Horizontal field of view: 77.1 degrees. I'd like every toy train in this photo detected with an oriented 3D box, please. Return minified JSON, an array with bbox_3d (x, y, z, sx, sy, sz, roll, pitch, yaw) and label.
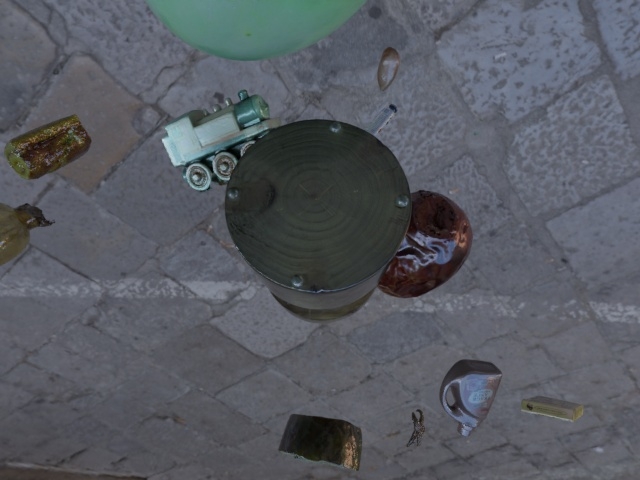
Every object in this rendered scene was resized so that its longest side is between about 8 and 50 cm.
[{"bbox_3d":[-0.146,-0.153,0.622,0.194,0.081,0.125,-16,106,21],"label":"toy train"}]

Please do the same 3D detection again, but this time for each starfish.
[{"bbox_3d":[0.229,0.454,0.955,0.028,0.078,0.091,2,106,44],"label":"starfish"}]

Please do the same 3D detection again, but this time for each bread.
[{"bbox_3d":[-0.680,-0.231,1.009,0.132,0.172,0.103,-14,116,46],"label":"bread"}]

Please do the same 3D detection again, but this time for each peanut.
[{"bbox_3d":[0.244,-0.618,1.457,0.076,0.076,0.152,6,127,-2],"label":"peanut"}]

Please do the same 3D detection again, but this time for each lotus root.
[{"bbox_3d":[-0.007,0.558,1.121,0.235,0.119,0.138,-1,149,22],"label":"lotus root"},{"bbox_3d":[-0.358,0.001,0.410,0.062,0.150,0.073,-21,103,48],"label":"lotus root"}]

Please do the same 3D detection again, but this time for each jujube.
[{"bbox_3d":[0.186,0.009,0.785,0.184,0.183,0.243,9,149,-5],"label":"jujube"}]

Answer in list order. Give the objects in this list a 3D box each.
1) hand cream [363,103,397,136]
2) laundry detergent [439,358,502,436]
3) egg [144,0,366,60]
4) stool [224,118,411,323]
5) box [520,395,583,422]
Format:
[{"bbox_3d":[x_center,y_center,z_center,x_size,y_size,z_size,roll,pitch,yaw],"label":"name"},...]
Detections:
[{"bbox_3d":[0.233,-0.490,1.764,0.276,0.095,0.059,-46,135,-7],"label":"hand cream"},{"bbox_3d":[0.429,0.473,1.202,0.171,0.076,0.237,11,105,-15],"label":"laundry detergent"},{"bbox_3d":[-0.048,-0.275,0.332,0.270,0.220,0.220,-28,124,32],"label":"egg"},{"bbox_3d":[0.000,0.000,0.497,0.179,0.179,0.264,1,162,2],"label":"stool"},{"bbox_3d":[0.386,0.277,0.666,0.073,0.020,0.149,0,166,37],"label":"box"}]
